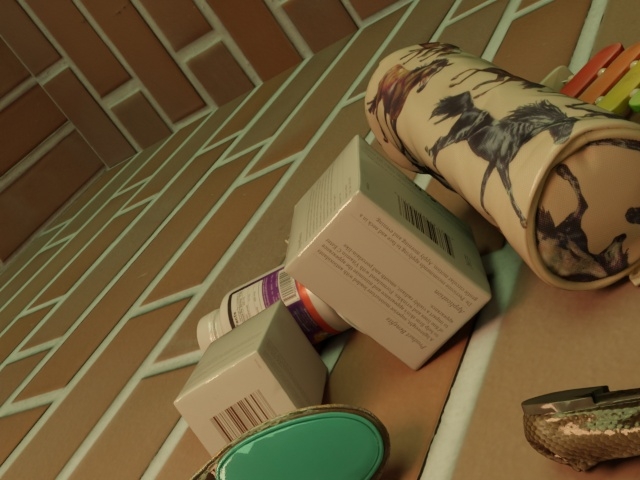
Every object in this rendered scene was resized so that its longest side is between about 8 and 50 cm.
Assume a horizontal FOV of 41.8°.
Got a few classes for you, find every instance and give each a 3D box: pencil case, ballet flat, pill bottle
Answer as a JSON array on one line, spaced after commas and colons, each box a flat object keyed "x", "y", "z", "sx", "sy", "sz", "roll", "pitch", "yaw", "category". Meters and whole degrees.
[{"x": 0.195, "y": -0.092, "z": 0.886, "sx": 0.160, "sy": 0.183, "sz": 0.410, "roll": -50, "pitch": 29, "yaw": 7, "category": "pencil case"}, {"x": -0.081, "y": 0.245, "z": 0.755, "sx": 0.316, "sy": 0.108, "sz": 0.106, "roll": -28, "pitch": -14, "yaw": -6, "category": "ballet flat"}, {"x": -0.057, "y": 0.094, "z": 1.048, "sx": 0.193, "sy": 0.108, "sz": 0.108, "roll": -27, "pitch": 22, "yaw": 25, "category": "pill bottle"}, {"x": 0.253, "y": 0.123, "z": 0.560, "sx": 0.249, "sy": 0.058, "sz": 0.084, "roll": -14, "pitch": -7, "yaw": 36, "category": "ballet flat"}]

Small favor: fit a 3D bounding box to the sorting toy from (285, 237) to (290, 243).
[{"x": 0.000, "y": 0.000, "z": 1.270, "sx": 0.083, "sy": 0.045, "sz": 0.075, "roll": -38, "pitch": 27, "yaw": -6, "category": "sorting toy"}]

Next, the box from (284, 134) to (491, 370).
[{"x": 0.069, "y": 0.008, "z": 0.895, "sx": 0.119, "sy": 0.181, "sz": 0.182, "roll": -47, "pitch": 15, "yaw": 20, "category": "box"}]

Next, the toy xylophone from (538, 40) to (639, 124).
[{"x": 0.384, "y": -0.185, "z": 0.969, "sx": 0.236, "sy": 0.081, "sz": 0.322, "roll": -47, "pitch": 19, "yaw": -28, "category": "toy xylophone"}]

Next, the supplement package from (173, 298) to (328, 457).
[{"x": -0.066, "y": 0.153, "z": 0.888, "sx": 0.105, "sy": 0.105, "sz": 0.179, "roll": -33, "pitch": 8, "yaw": 11, "category": "supplement package"}]
